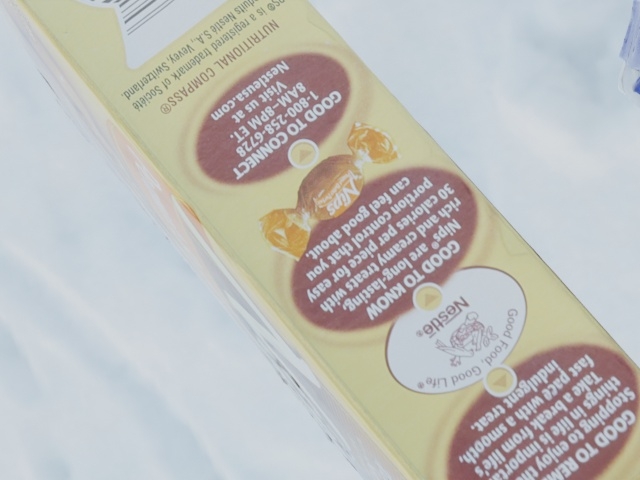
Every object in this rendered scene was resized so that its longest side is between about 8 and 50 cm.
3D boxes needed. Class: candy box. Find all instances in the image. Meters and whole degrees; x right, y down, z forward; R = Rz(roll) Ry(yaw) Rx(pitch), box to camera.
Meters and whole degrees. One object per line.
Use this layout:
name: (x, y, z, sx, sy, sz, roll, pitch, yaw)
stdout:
candy box: (0.000, 0.000, 0.666, 0.316, 0.087, 0.183, 50, 173, 17)

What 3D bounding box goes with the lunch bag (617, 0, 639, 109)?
lunch bag: (0.244, -0.064, 0.711, 0.243, 0.303, 0.115, 14, 102, -1)
